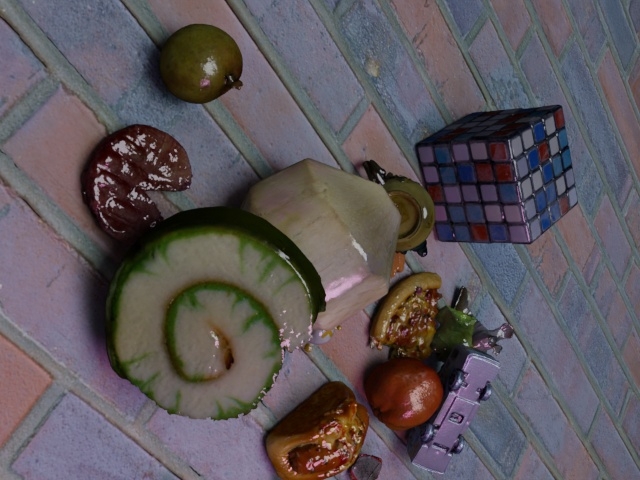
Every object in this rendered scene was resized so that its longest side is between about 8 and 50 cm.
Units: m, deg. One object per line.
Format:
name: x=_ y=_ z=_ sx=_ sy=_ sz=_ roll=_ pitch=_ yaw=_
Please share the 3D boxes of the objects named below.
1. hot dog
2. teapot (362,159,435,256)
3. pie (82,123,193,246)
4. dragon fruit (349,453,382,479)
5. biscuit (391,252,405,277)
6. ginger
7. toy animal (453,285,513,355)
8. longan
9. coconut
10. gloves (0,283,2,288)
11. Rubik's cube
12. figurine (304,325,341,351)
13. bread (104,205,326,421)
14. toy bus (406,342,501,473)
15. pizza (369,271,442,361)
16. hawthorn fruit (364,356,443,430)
hot dog: x=0.014 y=0.421 z=1.657 sx=0.256 sy=0.153 sz=0.150 roll=-33 pitch=115 yaw=-39
teapot: x=0.183 y=-0.076 z=1.819 sx=0.269 sy=0.173 sz=0.182 roll=59 pitch=13 yaw=0
pie: x=-0.326 y=-0.101 z=1.364 sx=0.204 sy=0.054 sz=0.219 roll=50 pitch=61 yaw=-35
dragon fruit: x=0.109 y=0.556 z=1.831 sx=0.083 sy=0.056 sz=0.060 roll=-53 pitch=149 yaw=-21
biscuit: x=0.167 y=0.048 z=1.888 sx=0.130 sy=0.019 sz=0.102 roll=-17 pitch=103 yaw=-43
ginger: x=0.337 y=0.314 z=2.004 sx=0.137 sy=0.089 sz=0.290 roll=-1 pitch=97 yaw=-5
toy animal: x=0.420 y=0.273 z=2.079 sx=0.197 sy=0.160 sz=0.272 roll=-33 pitch=108 yaw=-37
longan: x=-0.210 y=-0.317 z=1.388 sx=0.155 sy=0.176 sz=0.145 roll=-56 pitch=164 yaw=-16
coconut: x=0.000 y=0.000 z=1.523 sx=0.352 sy=0.352 sz=0.353 roll=-3 pitch=94 yaw=-45
gloves: x=-0.525 y=0.080 z=1.179 sx=0.044 sy=0.037 sz=0.081 roll=95 pitch=11 yaw=-53
Rubik's cube: x=0.466 y=-0.172 z=1.990 sx=0.293 sy=0.292 sz=0.287 roll=-30 pitch=112 yaw=-38
figurine: x=-0.030 y=0.189 z=1.668 sx=0.143 sy=0.068 sz=0.101 roll=28 pitch=77 yaw=-29
bread: x=-0.178 y=0.127 z=1.319 sx=0.129 sy=0.382 sz=0.366 roll=-89 pitch=172 yaw=-74
toy bus: x=0.327 y=0.413 z=1.901 sx=0.109 sy=0.136 sz=0.330 roll=22 pitch=103 yaw=-11
pizza: x=0.239 y=0.213 z=1.925 sx=0.289 sy=0.081 sz=0.229 roll=-38 pitch=118 yaw=-39
hawthorn fruit: x=0.203 y=0.369 z=1.828 sx=0.189 sy=0.189 sz=0.189 roll=-3 pitch=94 yaw=-45
